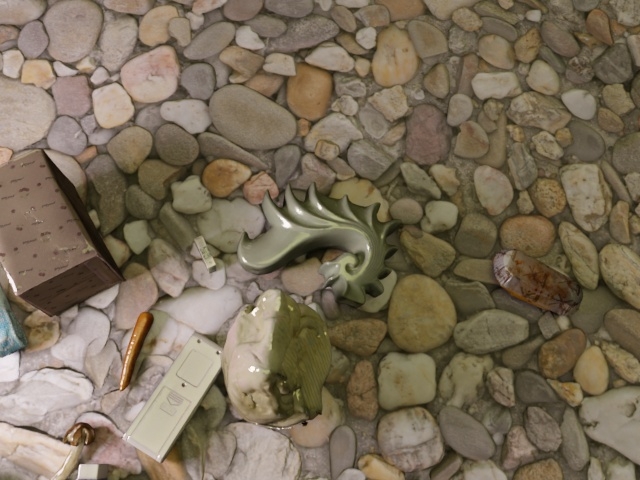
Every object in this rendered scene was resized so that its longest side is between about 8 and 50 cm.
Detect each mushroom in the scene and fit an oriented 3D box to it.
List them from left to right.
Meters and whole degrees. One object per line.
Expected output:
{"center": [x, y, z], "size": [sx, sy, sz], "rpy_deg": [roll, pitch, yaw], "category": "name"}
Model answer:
{"center": [-0.553, 0.479, 1.271], "size": [0.060, 0.061, 0.187], "rpy_deg": [30, 74, -1], "category": "mushroom"}

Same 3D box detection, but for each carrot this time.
{"center": [-0.432, 0.256, 1.376], "size": [0.037, 0.037, 0.190], "rpy_deg": [16, 73, -1], "category": "carrot"}

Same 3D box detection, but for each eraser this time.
{"center": [-0.483, 0.574, 1.226], "size": [0.046, 0.092, 0.212], "rpy_deg": [2, 69, -5], "category": "eraser"}

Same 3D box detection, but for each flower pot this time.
{"center": [0.000, 0.000, 1.446], "size": [0.367, 0.164, 0.254], "rpy_deg": [19, 75, -1], "category": "flower pot"}

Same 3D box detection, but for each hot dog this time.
{"center": [0.559, 0.110, 1.524], "size": [0.253, 0.069, 0.131], "rpy_deg": [27, 61, 0], "category": "hot dog"}

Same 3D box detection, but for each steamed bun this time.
{"center": [-0.115, 0.266, 1.317], "size": [0.207, 0.268, 0.280], "rpy_deg": [-12, 52, 26], "category": "steamed bun"}

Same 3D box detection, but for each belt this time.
{"center": [-0.760, 0.125, 1.352], "size": [0.072, 0.087, 0.302], "rpy_deg": [-30, 76, -12], "category": "belt"}

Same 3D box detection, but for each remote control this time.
{"center": [-0.320, 0.350, 1.342], "size": [0.103, 0.055, 0.277], "rpy_deg": [31, 69, 4], "category": "remote control"}

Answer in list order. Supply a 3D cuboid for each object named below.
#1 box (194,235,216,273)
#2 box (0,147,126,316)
{"center": [-0.282, 0.035, 1.457], "size": [0.024, 0.054, 0.083], "rpy_deg": [-23, 75, -16], "category": "box"}
{"center": [-0.616, -0.010, 1.345], "size": [0.190, 0.225, 0.297], "rpy_deg": [-30, 76, -13], "category": "box"}
